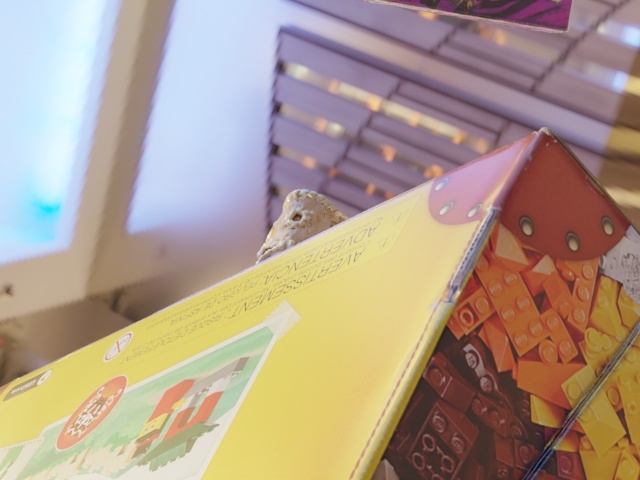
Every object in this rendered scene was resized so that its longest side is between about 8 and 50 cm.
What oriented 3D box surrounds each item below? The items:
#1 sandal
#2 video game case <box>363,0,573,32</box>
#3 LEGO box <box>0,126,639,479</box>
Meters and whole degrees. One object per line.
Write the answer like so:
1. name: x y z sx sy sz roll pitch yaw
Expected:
1. sandal: -0.006 0.000 1.053 0.240 0.088 0.079 -30 -64 -59
2. video game case: 0.074 -0.262 1.026 0.042 0.232 0.210 -152 70 -77
3. LEGO box: -0.074 0.209 0.695 0.193 0.500 0.372 46 -132 -18
